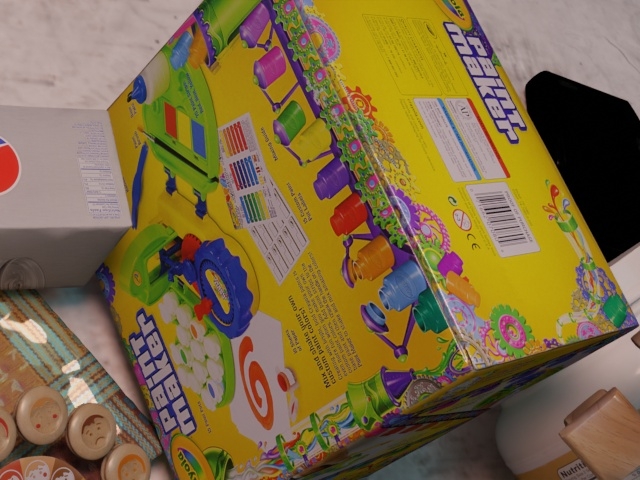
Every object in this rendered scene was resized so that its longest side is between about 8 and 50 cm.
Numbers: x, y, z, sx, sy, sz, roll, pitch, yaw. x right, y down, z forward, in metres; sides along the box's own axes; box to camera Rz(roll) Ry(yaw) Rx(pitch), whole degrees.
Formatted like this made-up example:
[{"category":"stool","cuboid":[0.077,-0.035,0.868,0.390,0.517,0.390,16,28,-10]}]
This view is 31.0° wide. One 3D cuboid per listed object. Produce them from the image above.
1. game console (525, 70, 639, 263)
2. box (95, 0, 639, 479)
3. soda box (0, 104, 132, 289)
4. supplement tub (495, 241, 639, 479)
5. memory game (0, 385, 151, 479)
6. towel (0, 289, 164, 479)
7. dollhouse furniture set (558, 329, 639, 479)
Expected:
[{"category":"game console","cuboid":[0.179,-0.087,1.114,0.361,0.044,0.213,14,56,-24]},{"category":"box","cuboid":[0.000,0.000,0.778,0.177,0.279,0.289,-7,67,-46]},{"category":"soda box","cuboid":[-0.269,-0.024,0.705,0.286,0.098,0.091,-1,64,-35]},{"category":"supplement tub","cuboid":[0.281,0.172,0.898,0.228,0.228,0.316,-28,79,-40]},{"category":"memory game","cuboid":[-0.170,0.181,0.703,0.186,0.012,0.186,11,75,-45]},{"category":"towel","cuboid":[-0.301,0.070,0.717,0.370,0.040,0.271,47,50,1]},{"category":"dollhouse furniture set","cuboid":[0.193,0.264,0.666,0.303,0.355,0.174,48,4,-11]}]
